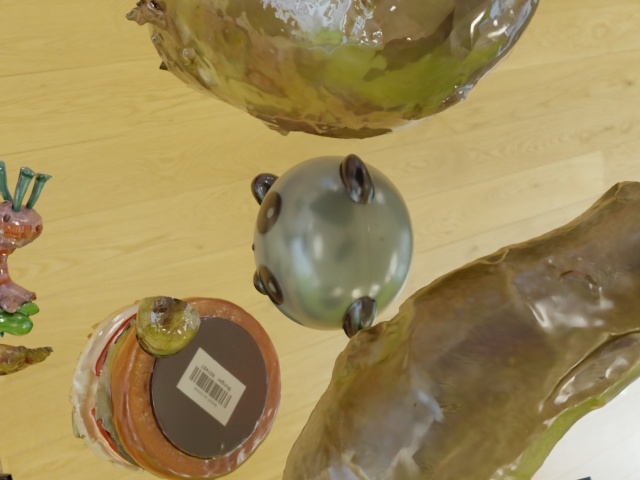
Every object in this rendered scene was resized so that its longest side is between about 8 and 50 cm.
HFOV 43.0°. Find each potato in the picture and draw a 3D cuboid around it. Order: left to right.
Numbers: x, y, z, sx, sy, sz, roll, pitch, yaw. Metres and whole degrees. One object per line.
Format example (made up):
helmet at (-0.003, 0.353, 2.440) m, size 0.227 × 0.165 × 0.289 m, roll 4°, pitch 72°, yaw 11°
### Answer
potato at (-0.224, 0.121, 1.148) m, size 0.096 × 0.103 × 0.066 m, roll 8°, pitch 66°, yaw 1°
potato at (0.033, -0.182, 0.604) m, size 0.301 × 0.237 × 0.288 m, roll -6°, pitch 130°, yaw -29°

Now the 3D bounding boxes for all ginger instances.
ginger at (0.087, 0.076, 0.443) m, size 0.263 × 0.116 × 0.109 m, roll -39°, pitch 140°, yaw 2°

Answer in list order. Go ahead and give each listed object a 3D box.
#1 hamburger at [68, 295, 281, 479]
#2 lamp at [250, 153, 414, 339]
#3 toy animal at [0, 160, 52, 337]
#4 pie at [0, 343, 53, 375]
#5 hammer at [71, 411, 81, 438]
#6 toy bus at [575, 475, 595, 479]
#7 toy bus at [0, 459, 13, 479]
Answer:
hamburger at (-0.249, 0.252, 1.397) m, size 0.330 × 0.250 × 0.329 m, roll 9°, pitch 78°, yaw -43°
lamp at (0.000, 0.000, 0.926) m, size 0.198 × 0.244 × 0.197 m, roll -3°, pitch 97°, yaw -28°
toy animal at (-0.383, 0.009, 0.975) m, size 0.103 × 0.100 × 0.208 m, roll 9°, pitch 91°, yaw -37°
pie at (-0.372, 0.122, 0.832) m, size 0.191 × 0.088 × 0.033 m, roll 8°, pitch 63°, yaw -11°
hammer at (-0.428, 0.390, 1.626) m, size 0.028 × 0.195 × 0.060 m, roll -14°, pitch 108°, yaw -55°
toy bus at (0.302, 0.305, 0.943) m, size 0.083 × 0.038 × 0.046 m, roll 5°, pitch 63°, yaw -55°
toy bus at (-0.488, 0.292, 1.059) m, size 0.136 × 0.209 × 0.126 m, roll -16°, pitch 87°, yaw -17°
